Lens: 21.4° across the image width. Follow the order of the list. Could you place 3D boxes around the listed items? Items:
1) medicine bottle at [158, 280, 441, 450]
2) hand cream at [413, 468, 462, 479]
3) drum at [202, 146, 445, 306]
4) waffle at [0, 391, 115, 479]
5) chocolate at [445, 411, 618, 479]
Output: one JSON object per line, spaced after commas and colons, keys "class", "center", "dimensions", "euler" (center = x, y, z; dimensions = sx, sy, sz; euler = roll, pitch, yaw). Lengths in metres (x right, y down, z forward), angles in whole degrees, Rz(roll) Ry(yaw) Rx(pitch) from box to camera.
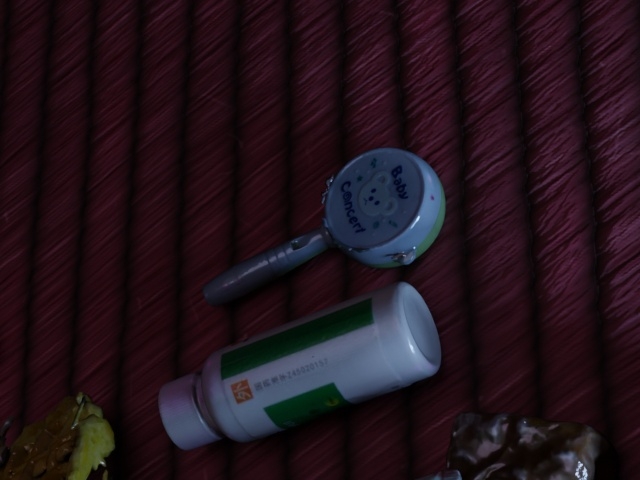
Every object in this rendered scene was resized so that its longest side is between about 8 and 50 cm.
{"class": "medicine bottle", "center": [-0.022, 0.121, 1.549], "dimensions": [0.260, 0.095, 0.095], "euler": [-20, 58, 19]}
{"class": "hand cream", "center": [-0.017, 0.287, 1.444], "dimensions": [0.340, 0.077, 0.124], "euler": [-20, 52, 34]}
{"class": "drum", "center": [0.000, -0.019, 1.631], "dimensions": [0.253, 0.049, 0.130], "euler": [-13, 62, 24]}
{"class": "waffle", "center": [-0.287, 0.273, 1.592], "dimensions": [0.280, 0.060, 0.262], "euler": [-51, 26, -2]}
{"class": "chocolate", "center": [0.154, 0.251, 1.386], "dimensions": [0.148, 0.093, 0.214], "euler": [2, 68, 32]}
